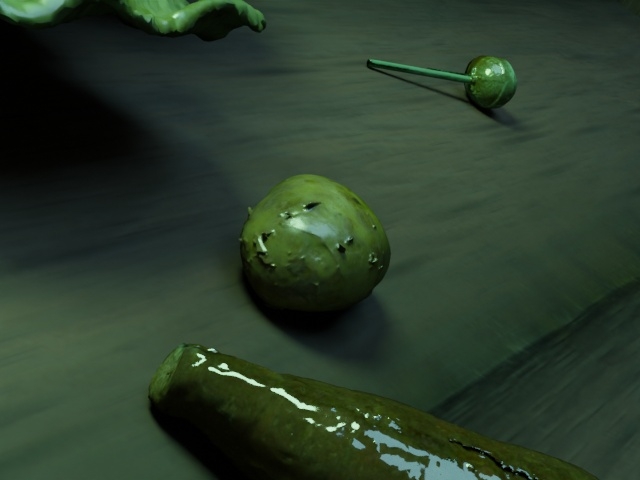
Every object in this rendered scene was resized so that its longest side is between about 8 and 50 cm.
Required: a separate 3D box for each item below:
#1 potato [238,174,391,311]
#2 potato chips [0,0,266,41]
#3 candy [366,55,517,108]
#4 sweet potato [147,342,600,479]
[{"bbox_3d":[0.000,0.000,0.868,0.091,0.070,0.138,37,22,4],"label":"potato"},{"bbox_3d":[-0.247,-0.167,0.807,0.373,0.097,0.389,26,20,26],"label":"potato chips"},{"bbox_3d":[0.124,-0.172,1.424,0.202,0.061,0.061,3,38,-38],"label":"candy"},{"bbox_3d":[0.048,0.129,0.686,0.285,0.085,0.112,20,-9,-8],"label":"sweet potato"}]
